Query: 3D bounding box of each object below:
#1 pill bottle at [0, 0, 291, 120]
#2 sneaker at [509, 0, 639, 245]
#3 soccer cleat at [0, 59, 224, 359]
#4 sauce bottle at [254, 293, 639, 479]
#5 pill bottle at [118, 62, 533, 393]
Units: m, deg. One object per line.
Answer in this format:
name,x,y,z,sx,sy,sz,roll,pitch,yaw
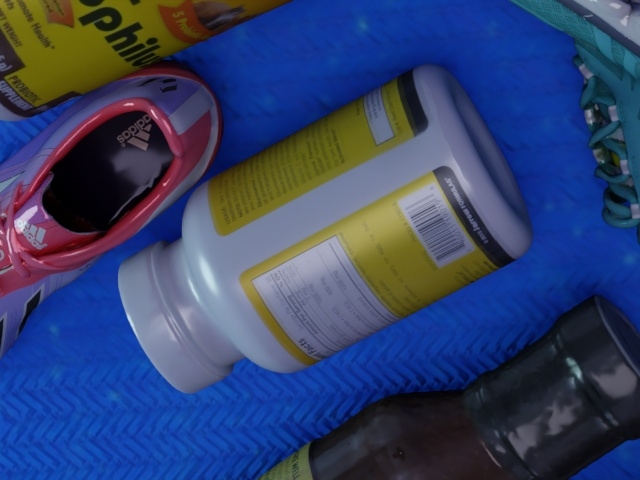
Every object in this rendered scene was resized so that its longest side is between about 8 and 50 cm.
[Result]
pill bottle,-0.076,-0.145,0.858,0.215,0.117,0.117,-23,102,12
sneaker,0.166,-0.047,0.871,0.275,0.107,0.110,42,115,-6
soccer cleat,-0.149,0.002,0.918,0.248,0.095,0.083,-38,96,13
sauce bottle,0.016,0.149,0.933,0.344,0.111,0.111,-37,98,15
pill bottle,0.000,0.000,0.898,0.184,0.103,0.103,-28,101,13
